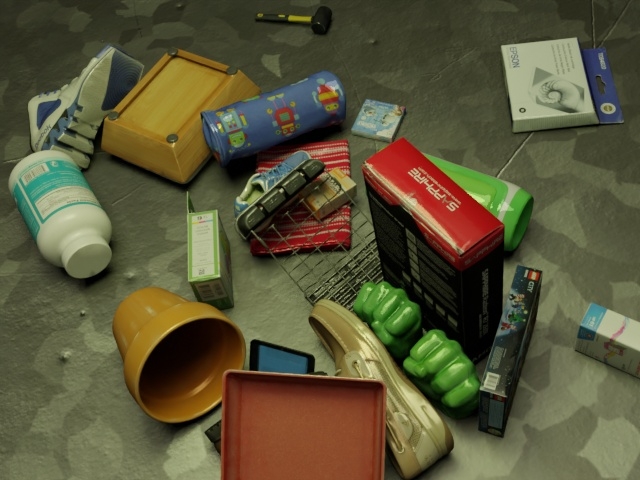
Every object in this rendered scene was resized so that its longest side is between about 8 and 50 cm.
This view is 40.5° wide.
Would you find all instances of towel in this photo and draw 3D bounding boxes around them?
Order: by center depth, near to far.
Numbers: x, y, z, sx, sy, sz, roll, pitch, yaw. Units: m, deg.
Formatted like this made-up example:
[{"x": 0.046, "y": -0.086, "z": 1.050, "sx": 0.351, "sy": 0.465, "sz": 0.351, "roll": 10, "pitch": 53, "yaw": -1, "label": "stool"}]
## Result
[{"x": -0.038, "y": -0.089, "z": 1.730, "sx": 0.198, "sy": 0.031, "sz": 0.275, "roll": -4, "pitch": 55, "yaw": 6, "label": "towel"}]

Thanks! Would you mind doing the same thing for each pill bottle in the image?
[{"x": -0.504, "y": -0.047, "z": 1.710, "sx": 0.146, "sy": 0.146, "sz": 0.264, "roll": -30, "pitch": 56, "yaw": -11, "label": "pill bottle"}]

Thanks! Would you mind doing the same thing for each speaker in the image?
[{"x": 0.237, "y": -0.081, "z": 1.619, "sx": 0.296, "sy": 0.131, "sz": 0.131, "roll": 22, "pitch": 62, "yaw": 23, "label": "speaker"}]

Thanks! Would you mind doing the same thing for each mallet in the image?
[{"x": -0.062, "y": -0.528, "z": 2.039, "sx": 0.189, "sy": 0.039, "sz": 0.062, "roll": 15, "pitch": 60, "yaw": 23, "label": "mallet"}]

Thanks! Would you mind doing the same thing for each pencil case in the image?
[{"x": -0.094, "y": -0.251, "z": 1.771, "sx": 0.306, "sy": 0.119, "sz": 0.133, "roll": -22, "pitch": 21, "yaw": -17, "label": "pencil case"}]

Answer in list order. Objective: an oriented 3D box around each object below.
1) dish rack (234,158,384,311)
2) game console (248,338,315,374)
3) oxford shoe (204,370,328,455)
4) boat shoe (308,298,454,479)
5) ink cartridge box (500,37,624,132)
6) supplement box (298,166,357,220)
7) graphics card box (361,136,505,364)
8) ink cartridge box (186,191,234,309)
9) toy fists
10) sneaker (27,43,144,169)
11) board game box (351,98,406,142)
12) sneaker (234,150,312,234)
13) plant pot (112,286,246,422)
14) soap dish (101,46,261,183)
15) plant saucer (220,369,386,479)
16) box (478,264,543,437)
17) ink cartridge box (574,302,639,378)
[{"x": 0.000, "y": 0.000, "z": 1.598, "sx": 0.208, "sy": 0.074, "sz": 0.271, "roll": -41, "pitch": 91, "yaw": -11, "label": "dish rack"}, {"x": -0.078, "y": 0.242, "z": 1.481, "sx": 0.122, "sy": 0.071, "sz": 0.107, "roll": 13, "pitch": 58, "yaw": 18, "label": "game console"}, {"x": -0.072, "y": 0.293, "z": 1.430, "sx": 0.227, "sy": 0.083, "sz": 0.096, "roll": -34, "pitch": 86, "yaw": 11, "label": "oxford shoe"}, {"x": 0.072, "y": 0.235, "z": 1.429, "sx": 0.110, "sy": 0.122, "sz": 0.341, "roll": -34, "pitch": 58, "yaw": -15, "label": "boat shoe"}, {"x": 0.496, "y": -0.326, "z": 1.793, "sx": 0.223, "sy": 0.045, "sz": 0.223, "roll": -5, "pitch": 55, "yaw": 6, "label": "ink cartridge box"}, {"x": 0.014, "y": -0.091, "z": 1.684, "sx": 0.098, "sy": 0.036, "sz": 0.062, "roll": -34, "pitch": 58, "yaw": -18, "label": "supplement box"}, {"x": 0.187, "y": 0.032, "z": 1.399, "sx": 0.094, "sy": 0.371, "sz": 0.233, "roll": -35, "pitch": 56, "yaw": -14, "label": "graphics card box"}, {"x": -0.209, "y": 0.016, "z": 1.638, "sx": 0.062, "sy": 0.109, "sz": 0.209, "roll": -10, "pitch": 54, "yaw": 2, "label": "ink cartridge box"}, {"x": 0.159, "y": 0.177, "z": 1.442, "sx": 0.096, "sy": 0.142, "sz": 0.279, "roll": -34, "pitch": 56, "yaw": -14, "label": "toy fists"}, {"x": -0.536, "y": -0.295, "z": 1.865, "sx": 0.182, "sy": 0.127, "sz": 0.316, "roll": 34, "pitch": 92, "yaw": 35, "label": "sneaker"}, {"x": 0.122, "y": -0.252, "z": 1.821, "sx": 0.090, "sy": 0.020, "sz": 0.090, "roll": 14, "pitch": 60, "yaw": 18, "label": "board game box"}, {"x": -0.087, "y": -0.104, "z": 1.679, "sx": 0.080, "sy": 0.081, "sz": 0.211, "roll": 27, "pitch": 62, "yaw": 26, "label": "sneaker"}, {"x": -0.263, "y": 0.176, "z": 1.495, "sx": 0.205, "sy": 0.205, "sz": 0.188, "roll": -38, "pitch": 43, "yaw": -16, "label": "plant pot"}, {"x": -0.301, "y": -0.275, "z": 1.851, "sx": 0.228, "sy": 0.118, "sz": 0.291, "roll": 23, "pitch": 61, "yaw": 23, "label": "soap dish"}, {"x": -0.025, "y": 0.333, "z": 1.356, "sx": 0.259, "sy": 0.048, "sz": 0.259, "roll": 2, "pitch": 93, "yaw": 12, "label": "plant saucer"}, {"x": 0.307, "y": 0.179, "z": 1.404, "sx": 0.044, "sy": 0.159, "sz": 0.233, "roll": 13, "pitch": 59, "yaw": 18, "label": "box"}, {"x": 0.488, "y": 0.165, "z": 1.425, "sx": 0.122, "sy": 0.088, "sz": 0.052, "roll": 23, "pitch": 62, "yaw": 23, "label": "ink cartridge box"}]
